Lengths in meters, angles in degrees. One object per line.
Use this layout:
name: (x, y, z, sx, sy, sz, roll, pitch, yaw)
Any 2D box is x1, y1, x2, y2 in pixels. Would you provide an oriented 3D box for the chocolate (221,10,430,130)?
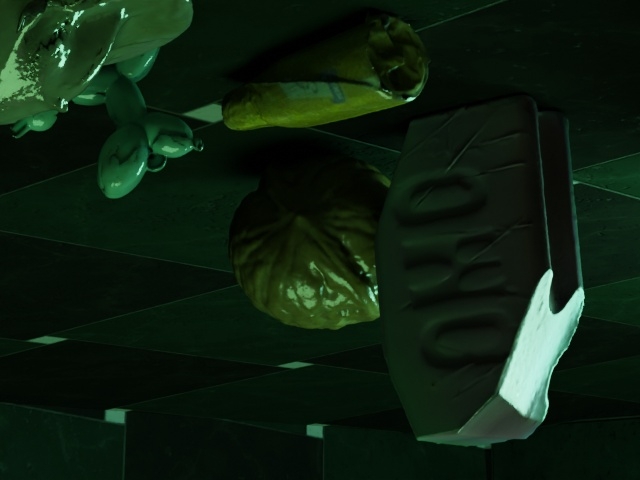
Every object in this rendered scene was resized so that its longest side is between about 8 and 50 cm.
chocolate: (-0.005, -0.134, 1.739, 0.085, 0.086, 0.219, 9, 163, -41)

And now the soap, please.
soap: (0.155, 0.036, 1.952, 0.193, 0.324, 0.109, -11, 166, 31)

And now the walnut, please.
walnut: (0.000, 0.000, 2.070, 0.213, 0.213, 0.213, -3, 166, -1)

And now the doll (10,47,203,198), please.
doll: (-0.173, -0.114, 1.611, 0.159, 0.159, 0.059, 5, 166, -8)

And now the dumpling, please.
dumpling: (-0.228, -0.171, 1.435, 0.293, 0.163, 0.204, -16, -164, 38)
